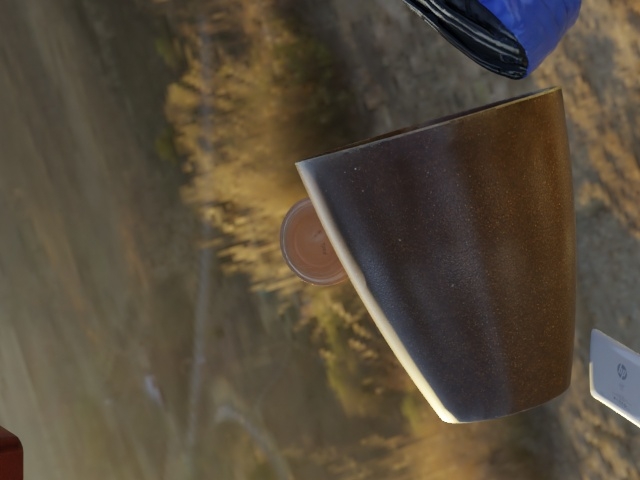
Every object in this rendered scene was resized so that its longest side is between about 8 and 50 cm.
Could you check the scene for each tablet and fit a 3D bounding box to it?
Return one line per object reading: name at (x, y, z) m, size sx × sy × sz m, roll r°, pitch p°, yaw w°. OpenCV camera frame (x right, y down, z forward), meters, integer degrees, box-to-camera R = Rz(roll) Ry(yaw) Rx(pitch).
tablet at (0.213, 0.100, 1.012) m, size 0.083 × 0.006 × 0.054 m, roll -145°, pitch 48°, yaw -60°

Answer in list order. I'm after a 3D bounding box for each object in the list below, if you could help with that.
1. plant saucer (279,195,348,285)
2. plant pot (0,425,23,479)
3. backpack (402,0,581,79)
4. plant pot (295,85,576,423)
plant saucer at (0.000, 0.000, 1.305) m, size 0.013 × 0.083 × 0.084 m, roll -15°, pitch -94°, yaw -64°
plant pot at (-0.467, 0.294, 1.554) m, size 0.267 × 0.235 × 0.267 m, roll 19°, pitch 113°, yaw 42°
backpack at (0.113, -0.171, 0.926) m, size 0.120 × 0.101 × 0.098 m, roll 45°, pitch 179°, yaw 13°
plant pot at (0.114, 0.018, 1.137) m, size 0.215 × 0.215 × 0.230 m, roll 178°, pitch 75°, yaw -72°
